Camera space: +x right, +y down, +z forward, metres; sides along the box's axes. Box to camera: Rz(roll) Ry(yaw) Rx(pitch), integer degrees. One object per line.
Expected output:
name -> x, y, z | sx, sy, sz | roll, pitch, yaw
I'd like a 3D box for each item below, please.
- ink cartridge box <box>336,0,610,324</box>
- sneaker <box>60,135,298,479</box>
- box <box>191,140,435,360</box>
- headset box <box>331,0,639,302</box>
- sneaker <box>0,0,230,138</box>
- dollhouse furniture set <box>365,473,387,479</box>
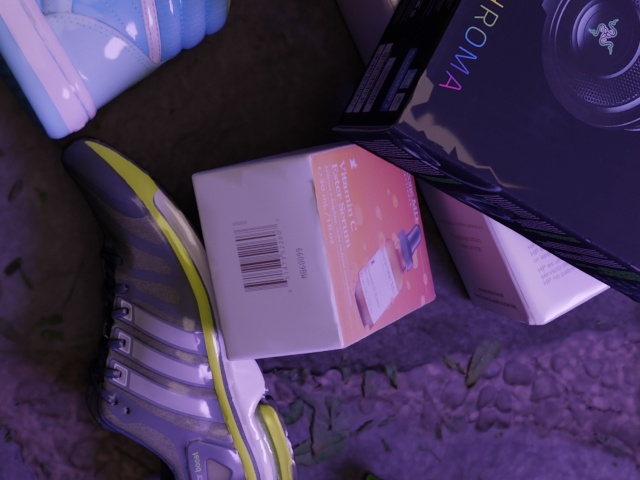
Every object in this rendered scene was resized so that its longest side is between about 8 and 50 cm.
ink cartridge box -> 0.166, -0.126, 1.110 | 0.223, 0.129, 0.307 | -28, 101, -12
sneaker -> -0.119, 0.069, 1.056 | 0.121, 0.111, 0.300 | -26, 99, -10
box -> 0.000, 0.000, 1.040 | 0.091, 0.170, 0.130 | -9, 96, 26
headset box -> 0.197, -0.111, 0.983 | 0.283, 0.131, 0.246 | 29, 86, -17
sneaker -> -0.171, -0.251, 1.009 | 0.208, 0.127, 0.319 | -29, 111, -10
dollhouse furniture set -> 0.100, 0.231, 1.172 | 0.152, 0.058, 0.076 | 27, 78, -35
